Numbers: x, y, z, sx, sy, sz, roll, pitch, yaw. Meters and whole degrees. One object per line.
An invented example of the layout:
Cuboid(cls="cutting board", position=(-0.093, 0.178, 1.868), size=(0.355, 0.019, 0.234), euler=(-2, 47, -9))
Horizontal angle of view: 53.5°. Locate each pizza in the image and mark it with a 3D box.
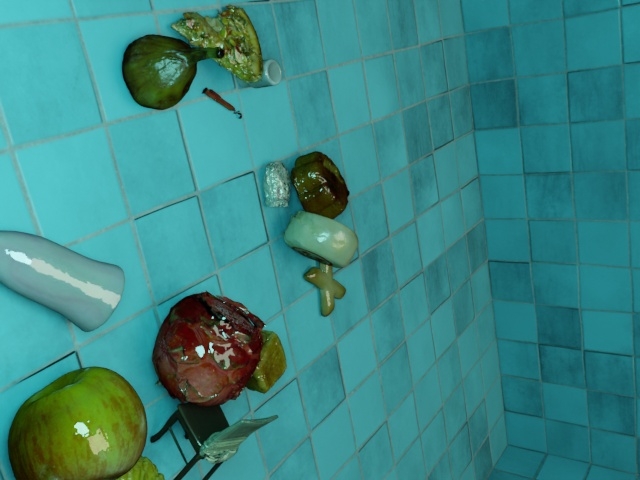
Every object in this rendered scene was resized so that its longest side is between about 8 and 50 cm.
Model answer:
Cuboid(cls="pizza", position=(-0.276, -0.611, 1.844), size=(0.287, 0.074, 0.252), euler=(31, 44, -29))

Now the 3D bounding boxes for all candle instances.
Cuboid(cls="candle", position=(-0.290, -0.414, 1.915), size=(0.167, 0.021, 0.026), euler=(29, 70, -50))

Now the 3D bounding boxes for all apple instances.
Cuboid(cls="apple", position=(-0.544, 0.422, 1.425), size=(0.301, 0.301, 0.302), euler=(-4, 96, -53))

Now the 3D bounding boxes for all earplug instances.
Cuboid(cls="earplug", position=(-0.611, 0.070, 1.415), size=(0.301, 0.172, 0.173), euler=(37, 63, -40))

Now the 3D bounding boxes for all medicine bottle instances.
Cuboid(cls="medicine bottle", position=(-0.189, -0.510, 1.954), size=(0.080, 0.130, 0.081), euler=(-3, 94, -52))

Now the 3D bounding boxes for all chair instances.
Cuboid(cls="chair", position=(-0.289, 0.505, 1.708), size=(0.319, 0.186, 0.160), euler=(-47, 147, 19))

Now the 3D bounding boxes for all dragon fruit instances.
Cuboid(cls="dragon fruit", position=(-0.302, 0.296, 1.724), size=(0.295, 0.295, 0.302), euler=(20, 84, -52))

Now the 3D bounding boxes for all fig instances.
Cuboid(cls="fig", position=(-0.358, -0.438, 1.628), size=(0.190, 0.289, 0.191), euler=(-4, 90, -78))

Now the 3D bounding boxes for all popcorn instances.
Cuboid(cls="popcorn", position=(-0.502, 0.635, 1.589), size=(0.203, 0.226, 0.200), euler=(-39, 91, -1))

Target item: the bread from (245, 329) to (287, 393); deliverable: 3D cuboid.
Cuboid(cls="bread", position=(-0.204, 0.372, 1.982), size=(0.158, 0.148, 0.143), euler=(-52, 133, -46))

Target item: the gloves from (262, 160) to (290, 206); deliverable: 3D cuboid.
Cuboid(cls="gloves", position=(-0.137, -0.185, 2.092), size=(0.114, 0.070, 0.153), euler=(-8, 96, -53))

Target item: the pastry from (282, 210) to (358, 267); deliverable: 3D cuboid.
Cuboid(cls="pastry", position=(0.002, 0.001, 2.146), size=(0.264, 0.264, 0.133), euler=(31, 79, -50))

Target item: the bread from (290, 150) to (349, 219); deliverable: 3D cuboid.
Cuboid(cls="bread", position=(-0.006, -0.195, 2.201), size=(0.246, 0.135, 0.232), euler=(44, 31, -37))

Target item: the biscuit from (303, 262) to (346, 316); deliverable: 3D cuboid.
Cuboid(cls="biscuit", position=(0.023, 0.159, 2.350), size=(0.164, 0.047, 0.208), euler=(-52, 130, -40))
